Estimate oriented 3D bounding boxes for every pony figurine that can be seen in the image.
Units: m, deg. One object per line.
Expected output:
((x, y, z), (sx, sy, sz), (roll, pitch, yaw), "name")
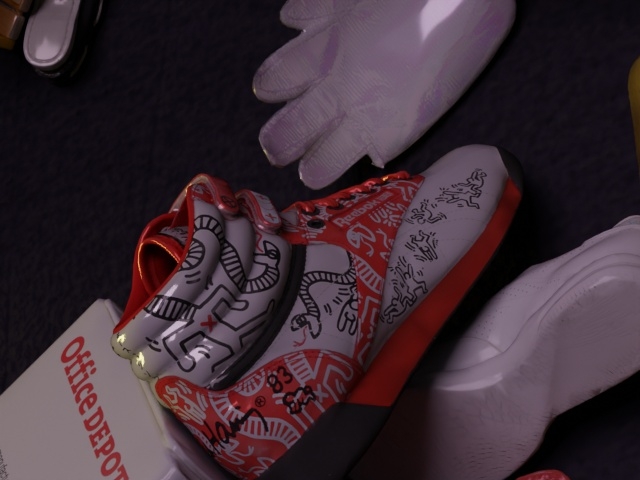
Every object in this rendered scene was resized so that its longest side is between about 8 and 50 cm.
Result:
((0.038, -0.257, 1.029), (0.351, 0.303, 0.363), (-35, 39, 0), "pony figurine")

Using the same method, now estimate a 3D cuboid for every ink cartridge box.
((-0.157, 0.198, 0.934), (0.289, 0.121, 0.211), (-44, 27, 4), "ink cartridge box")

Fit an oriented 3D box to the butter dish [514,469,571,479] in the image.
((0.059, 0.192, 0.859), (0.160, 0.118, 0.160), (-26, 56, 16), "butter dish")

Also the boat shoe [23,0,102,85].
((-0.170, -0.167, 1.219), (0.046, 0.038, 0.125), (6, 70, 11), "boat shoe")

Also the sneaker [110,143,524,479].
((0.000, 0.000, 0.914), (0.090, 0.145, 0.270), (-39, 12, 50), "sneaker")

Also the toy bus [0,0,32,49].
((-0.271, -0.209, 1.227), (0.202, 0.104, 0.191), (-31, 58, 38), "toy bus")

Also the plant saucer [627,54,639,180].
((0.307, -0.007, 0.839), (0.333, 0.081, 0.332), (-14, 61, 23), "plant saucer")

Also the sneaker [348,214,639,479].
((0.099, 0.061, 0.939), (0.212, 0.080, 0.094), (-34, 22, 26), "sneaker")
